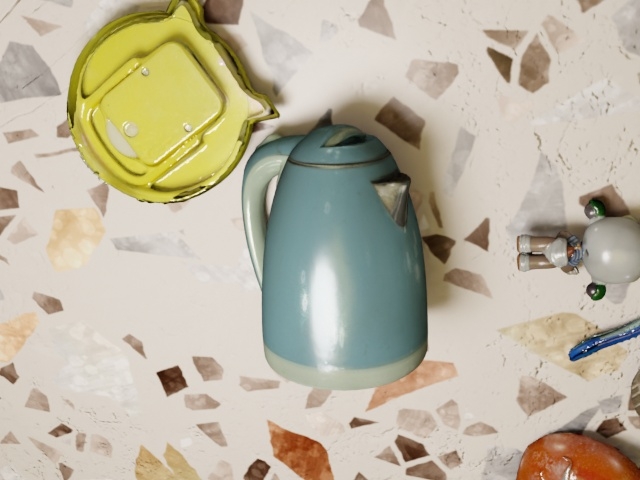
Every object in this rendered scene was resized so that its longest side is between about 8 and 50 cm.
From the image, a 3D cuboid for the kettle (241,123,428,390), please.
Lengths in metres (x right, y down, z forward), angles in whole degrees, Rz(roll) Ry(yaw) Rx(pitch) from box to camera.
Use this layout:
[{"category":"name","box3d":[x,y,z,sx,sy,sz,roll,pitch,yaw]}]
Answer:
[{"category":"kettle","box3d":[0.000,0.000,1.018,0.320,0.247,0.342,10,113,37]}]

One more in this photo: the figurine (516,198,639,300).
[{"category":"figurine","box3d":[0.385,0.014,1.000,0.197,0.093,0.147,-1,94,22]}]

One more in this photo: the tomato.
[{"category":"tomato","box3d":[0.432,0.445,1.173,0.237,0.095,0.236,14,120,25]}]

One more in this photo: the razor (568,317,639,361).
[{"category":"razor","box3d":[0.528,0.117,1.041,0.324,0.093,0.056,-22,69,26]}]

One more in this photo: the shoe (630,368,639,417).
[{"category":"shoe","box3d":[0.649,0.285,1.042,0.351,0.172,0.198,43,81,10]}]

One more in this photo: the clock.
[{"category":"clock","box3d":[-0.232,-0.199,1.043,0.294,0.071,0.277,-29,98,12]}]
